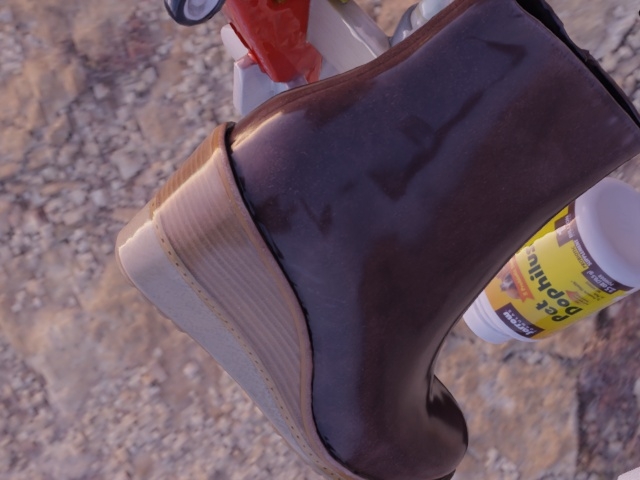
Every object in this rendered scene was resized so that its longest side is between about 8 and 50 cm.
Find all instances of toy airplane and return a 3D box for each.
[{"bbox_3d":[-0.014,-0.261,1.352,0.272,0.384,0.386,-40,109,-1],"label":"toy airplane"}]

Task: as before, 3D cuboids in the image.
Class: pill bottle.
[{"bbox_3d":[0.240,0.030,1.451,0.117,0.117,0.215,55,136,2],"label":"pill bottle"}]

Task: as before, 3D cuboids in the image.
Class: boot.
[{"bbox_3d":[0.058,0.013,0.625,0.207,0.090,0.248,-31,133,19],"label":"boot"}]

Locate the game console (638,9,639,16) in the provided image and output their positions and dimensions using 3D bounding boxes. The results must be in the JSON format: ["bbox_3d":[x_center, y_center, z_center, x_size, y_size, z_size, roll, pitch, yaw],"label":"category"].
[{"bbox_3d":[0.434,-0.264,1.118,0.213,0.044,0.361,33,118,1],"label":"game console"}]

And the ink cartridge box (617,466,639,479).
[{"bbox_3d":[0.411,0.259,1.418,0.179,0.045,0.145,-30,119,33],"label":"ink cartridge box"}]
